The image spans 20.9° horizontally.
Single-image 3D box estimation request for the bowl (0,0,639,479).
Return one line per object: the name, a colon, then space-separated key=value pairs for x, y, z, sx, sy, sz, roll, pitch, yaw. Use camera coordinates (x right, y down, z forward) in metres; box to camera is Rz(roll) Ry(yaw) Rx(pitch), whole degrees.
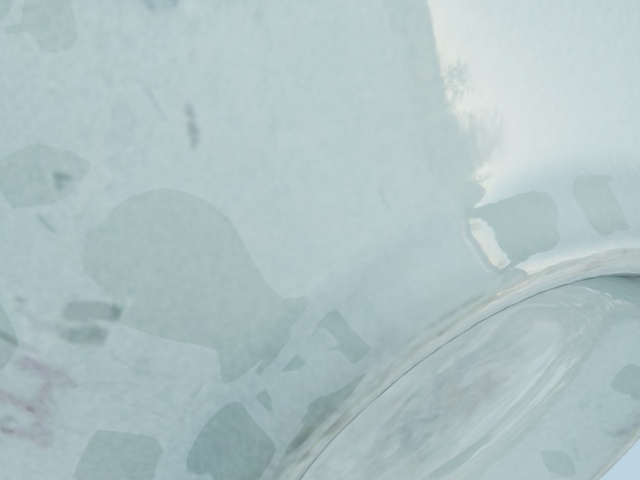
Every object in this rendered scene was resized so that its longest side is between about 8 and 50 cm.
bowl: x=0.000 y=0.000 z=0.575 sx=0.196 sy=0.435 sz=0.435 roll=53 pitch=-39 yaw=31
